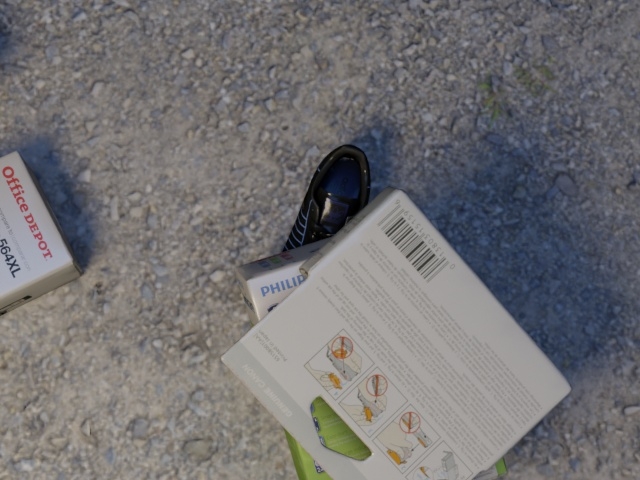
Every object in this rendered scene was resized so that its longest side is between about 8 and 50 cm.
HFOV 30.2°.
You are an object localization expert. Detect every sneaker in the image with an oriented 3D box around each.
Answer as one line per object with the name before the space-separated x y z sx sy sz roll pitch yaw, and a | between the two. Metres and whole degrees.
sneaker | 0.000 0.000 1.335 0.082 0.090 0.232 15 77 -2

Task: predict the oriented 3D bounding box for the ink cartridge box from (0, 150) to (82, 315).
ink cartridge box | -0.387 0.013 1.302 0.203 0.086 0.148 -28 81 -9

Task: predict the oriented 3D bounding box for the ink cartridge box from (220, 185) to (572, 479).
ink cartridge box | 0.075 0.125 1.169 0.239 0.060 0.275 -42 101 -4

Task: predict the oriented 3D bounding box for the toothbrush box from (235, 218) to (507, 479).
toothbrush box | 0.051 0.136 1.257 0.206 0.122 0.283 -18 99 -9
